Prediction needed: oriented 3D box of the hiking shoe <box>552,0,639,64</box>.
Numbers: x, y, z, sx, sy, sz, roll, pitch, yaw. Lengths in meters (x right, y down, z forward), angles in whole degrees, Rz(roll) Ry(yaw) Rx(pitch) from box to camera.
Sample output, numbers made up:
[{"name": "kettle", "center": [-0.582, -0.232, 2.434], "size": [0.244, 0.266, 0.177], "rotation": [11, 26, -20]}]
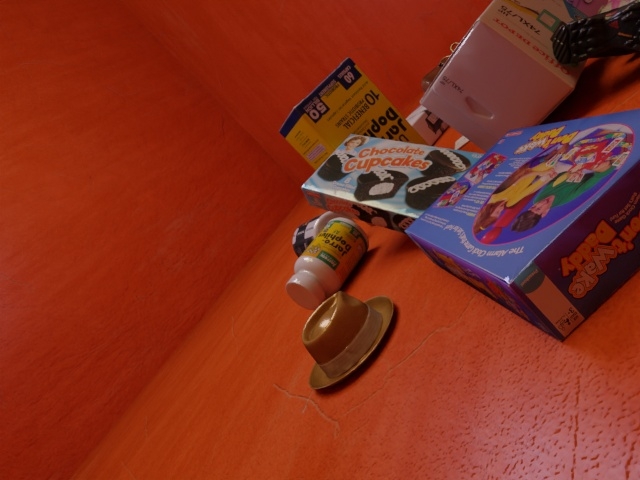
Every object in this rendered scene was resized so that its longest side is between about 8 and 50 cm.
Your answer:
[{"name": "hiking shoe", "center": [0.478, -0.321, 0.689], "size": [0.114, 0.086, 0.227], "rotation": [-31, 28, -35]}]

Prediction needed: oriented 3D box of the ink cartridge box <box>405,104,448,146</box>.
[{"name": "ink cartridge box", "center": [0.337, -0.376, 1.554], "size": [0.237, 0.100, 0.172], "rotation": [-48, 10, -24]}]

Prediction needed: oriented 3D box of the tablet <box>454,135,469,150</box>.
[{"name": "tablet", "center": [0.372, -0.260, 1.212], "size": [0.054, 0.006, 0.083], "rotation": [-38, 12, 31]}]

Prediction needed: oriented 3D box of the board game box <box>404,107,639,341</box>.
[{"name": "board game box", "center": [0.256, -0.042, 0.573], "size": [0.233, 0.078, 0.347], "rotation": [-44, 10, 3]}]

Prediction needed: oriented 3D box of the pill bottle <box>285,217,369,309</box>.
[{"name": "pill bottle", "center": [0.014, 0.053, 1.051], "size": [0.208, 0.117, 0.117], "rotation": [-51, 11, -34]}]

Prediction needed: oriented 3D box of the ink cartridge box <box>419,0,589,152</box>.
[{"name": "ink cartridge box", "center": [0.363, -0.335, 0.890], "size": [0.270, 0.198, 0.197], "rotation": [-52, -2, -35]}]

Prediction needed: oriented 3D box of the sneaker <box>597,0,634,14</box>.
[{"name": "sneaker", "center": [0.546, -0.406, 0.826], "size": [0.111, 0.103, 0.252], "rotation": [-34, 14, 40]}]

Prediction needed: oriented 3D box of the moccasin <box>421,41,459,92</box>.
[{"name": "moccasin", "center": [0.476, -0.572, 1.471], "size": [0.380, 0.139, 0.147], "rotation": [-29, -38, -12]}]

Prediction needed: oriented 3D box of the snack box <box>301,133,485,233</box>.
[{"name": "snack box", "center": [0.138, -0.116, 0.917], "size": [0.322, 0.060, 0.187], "rotation": [19, 58, 39]}]

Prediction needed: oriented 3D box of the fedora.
[{"name": "fedora", "center": [0.029, 0.141, 0.739], "size": [0.194, 0.079, 0.194], "rotation": [-43, 10, 9]}]

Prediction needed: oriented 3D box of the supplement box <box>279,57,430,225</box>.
[{"name": "supplement box", "center": [0.100, -0.235, 1.178], "size": [0.194, 0.356, 0.195], "rotation": [-47, 9, -13]}]

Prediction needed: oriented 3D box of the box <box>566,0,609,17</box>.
[{"name": "box", "center": [0.592, -0.580, 1.023], "size": [0.243, 0.117, 0.213], "rotation": [-60, -18, -60]}]

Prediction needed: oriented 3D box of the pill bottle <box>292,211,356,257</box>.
[{"name": "pill bottle", "center": [0.000, 0.000, 1.288], "size": [0.130, 0.130, 0.246], "rotation": [-48, 11, -20]}]
